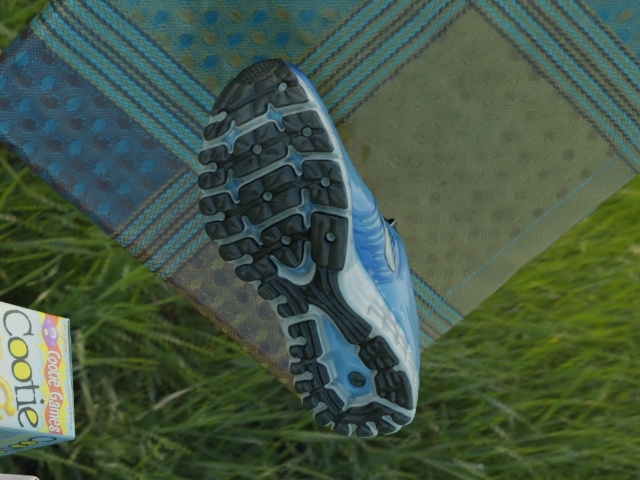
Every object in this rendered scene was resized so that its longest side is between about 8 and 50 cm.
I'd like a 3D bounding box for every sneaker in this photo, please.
[{"bbox_3d":[0.000,0.000,0.526,0.073,0.063,0.162,-56,131,-61],"label":"sneaker"}]

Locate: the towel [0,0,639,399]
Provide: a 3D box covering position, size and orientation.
[{"bbox_3d":[0.054,-0.104,0.595,0.271,0.370,0.040,43,14,-23],"label":"towel"}]

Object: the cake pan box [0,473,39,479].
[{"bbox_3d":[-0.326,0.313,1.126,0.070,0.267,0.246,-62,142,-49],"label":"cake pan box"}]

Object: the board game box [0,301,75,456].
[{"bbox_3d":[-0.404,0.139,1.317,0.275,0.144,0.142,25,54,-57],"label":"board game box"}]
